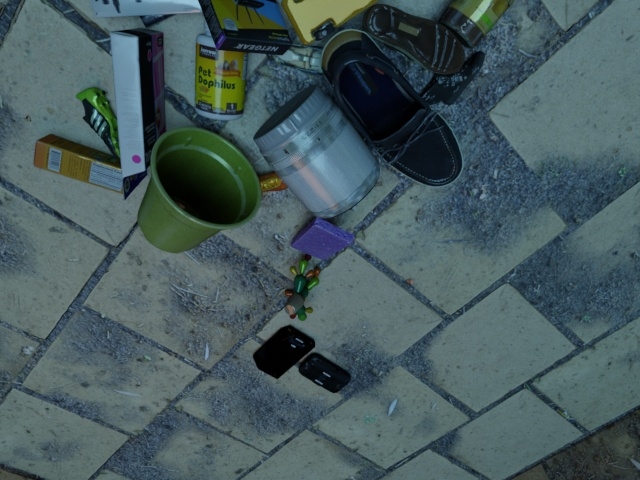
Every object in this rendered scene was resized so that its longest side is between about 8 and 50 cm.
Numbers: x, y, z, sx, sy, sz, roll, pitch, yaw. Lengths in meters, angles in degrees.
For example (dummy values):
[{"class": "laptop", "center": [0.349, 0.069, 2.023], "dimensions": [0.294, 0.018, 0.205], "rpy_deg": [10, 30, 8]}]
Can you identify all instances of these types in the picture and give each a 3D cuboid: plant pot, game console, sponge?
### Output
[{"class": "plant pot", "center": [-0.334, -0.098, 1.036], "dimensions": [0.276, 0.276, 0.254], "rpy_deg": [37, 134, -21]}, {"class": "game console", "center": [-0.054, 0.461, 1.494], "dimensions": [0.361, 0.044, 0.213], "rpy_deg": [37, 113, -21]}, {"class": "sponge", "center": [0.000, 0.000, 1.167], "dimensions": [0.117, 0.031, 0.210], "rpy_deg": [24, 156, -15]}]

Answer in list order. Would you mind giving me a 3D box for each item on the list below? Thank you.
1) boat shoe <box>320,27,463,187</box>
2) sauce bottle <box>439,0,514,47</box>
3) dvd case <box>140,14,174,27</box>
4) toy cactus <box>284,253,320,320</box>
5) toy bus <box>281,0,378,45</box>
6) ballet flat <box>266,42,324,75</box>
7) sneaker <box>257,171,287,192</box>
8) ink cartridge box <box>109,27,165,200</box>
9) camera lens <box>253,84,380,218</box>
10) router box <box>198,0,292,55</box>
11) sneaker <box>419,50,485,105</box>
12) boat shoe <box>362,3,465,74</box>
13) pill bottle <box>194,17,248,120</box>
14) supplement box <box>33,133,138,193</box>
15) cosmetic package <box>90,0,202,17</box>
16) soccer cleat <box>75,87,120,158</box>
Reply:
[{"class": "boat shoe", "center": [0.190, -0.281, 0.996], "dimensions": [0.187, 0.156, 0.500], "rpy_deg": [-34, 125, 25]}, {"class": "sauce bottle", "center": [0.411, -0.593, 0.877], "dimensions": [0.111, 0.111, 0.344], "rpy_deg": [31, 115, -19]}, {"class": "dvd case", "center": [-0.367, -0.608, 0.883], "dimensions": [0.164, 0.018, 0.221], "rpy_deg": [-19, 120, 9]}, {"class": "toy cactus", "center": [-0.071, 0.163, 1.254], "dimensions": [0.112, 0.180, 0.219], "rpy_deg": [18, 114, 10]}, {"class": "toy bus", "center": [0.082, -0.554, 0.872], "dimensions": [0.333, 0.130, 0.108], "rpy_deg": [-28, 118, 12]}, {"class": "ballet flat", "center": [-0.038, -0.431, 0.974], "dimensions": [0.188, 0.070, 0.070], "rpy_deg": [5, 119, -6]}, {"class": "sneaker", "center": [-0.149, -0.153, 1.125], "dimensions": [0.175, 0.067, 0.064], "rpy_deg": [-11, 118, 2]}, {"class": "ink cartridge box", "center": [-0.422, -0.293, 0.968], "dimensions": [0.069, 0.176, 0.371], "rpy_deg": [8, 119, -8]}, {"class": "camera lens", "center": [-0.002, -0.209, 1.013], "dimensions": [0.219, 0.219, 0.274], "rpy_deg": [-35, 115, 16]}, {"class": "router box", "center": [-0.158, -0.469, 0.866], "dimensions": [0.046, 0.179, 0.133], "rpy_deg": [-22, 89, 48]}, {"class": "sneaker", "center": [0.319, -0.402, 1.013], "dimensions": [0.089, 0.051, 0.170], "rpy_deg": [22, 126, -16]}, {"class": "boat shoe", "center": [0.215, -0.469, 0.948], "dimensions": [0.257, 0.095, 0.095], "rpy_deg": [22, 108, -19]}, {"class": "pill bottle", "center": [-0.231, -0.399, 0.951], "dimensions": [0.117, 0.117, 0.215], "rpy_deg": [7, 119, -7]}, {"class": "supplement box", "center": [-0.606, -0.197, 1.071], "dimensions": [0.233, 0.078, 0.080], "rpy_deg": [20, 114, -14]}, {"class": "cosmetic package", "center": [-0.370, -0.538, 0.878], "dimensions": [0.239, 0.060, 0.099], "rpy_deg": [-3, 122, 0]}, {"class": "soccer cleat", "center": [-0.551, -0.293, 1.035], "dimensions": [0.072, 0.060, 0.179], "rpy_deg": [-9, 114, 13]}]
